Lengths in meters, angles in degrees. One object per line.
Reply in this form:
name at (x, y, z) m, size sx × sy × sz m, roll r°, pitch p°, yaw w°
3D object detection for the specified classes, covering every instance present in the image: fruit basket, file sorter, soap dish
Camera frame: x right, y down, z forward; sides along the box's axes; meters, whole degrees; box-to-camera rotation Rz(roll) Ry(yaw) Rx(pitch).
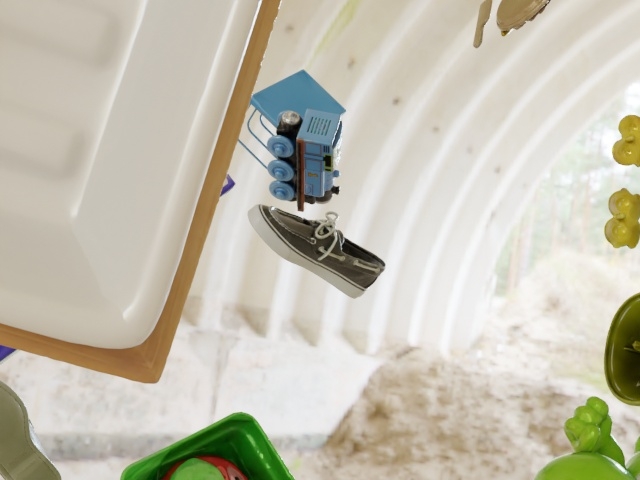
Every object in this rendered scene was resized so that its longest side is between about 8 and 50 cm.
fruit basket at (-0.110, 0.426, 1.379) m, size 0.283 × 0.391 × 0.392 m, roll -22°, pitch 15°, yaw -37°
file sorter at (-0.060, -0.222, 1.834) m, size 0.170 × 0.118 × 0.104 m, roll -37°, pitch -11°, yaw -46°
soap dish at (-0.142, -0.106, 0.448) m, size 0.229 × 0.290 × 0.118 m, roll 18°, pitch -1°, yaw -14°

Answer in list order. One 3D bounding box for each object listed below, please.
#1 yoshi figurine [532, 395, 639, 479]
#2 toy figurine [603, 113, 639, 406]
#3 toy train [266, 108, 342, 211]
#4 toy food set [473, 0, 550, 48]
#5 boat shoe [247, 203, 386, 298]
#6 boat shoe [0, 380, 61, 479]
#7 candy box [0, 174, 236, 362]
yoshi figurine at (0.324, 0.247, 0.956) m, size 0.362 × 0.202 × 0.204 m, roll -19°, pitch 13°, yaw -26°
toy figurine at (0.457, 0.027, 1.136) m, size 0.191 × 0.362 × 0.217 m, roll -1°, pitch -16°, yaw 37°
toy train at (-0.021, -0.117, 1.466) m, size 0.105 × 0.080 × 0.184 m, roll 13°, pitch -37°, yaw 9°
toy food set at (0.298, -0.340, 1.372) m, size 0.039 × 0.132 × 0.192 m, roll 37°, pitch -44°, yaw -21°
boat shoe at (0.001, 0.003, 1.863) m, size 0.306 × 0.105 × 0.113 m, roll 36°, pitch 23°, yaw -27°
boat shoe at (-0.431, 0.266, 1.339) m, size 0.081 × 0.227 × 0.069 m, roll -34°, pitch 35°, yaw -25°
candy box at (-0.296, -0.058, 0.987) m, size 0.268 × 0.317 × 0.122 m, roll 51°, pitch -20°, yaw -2°
